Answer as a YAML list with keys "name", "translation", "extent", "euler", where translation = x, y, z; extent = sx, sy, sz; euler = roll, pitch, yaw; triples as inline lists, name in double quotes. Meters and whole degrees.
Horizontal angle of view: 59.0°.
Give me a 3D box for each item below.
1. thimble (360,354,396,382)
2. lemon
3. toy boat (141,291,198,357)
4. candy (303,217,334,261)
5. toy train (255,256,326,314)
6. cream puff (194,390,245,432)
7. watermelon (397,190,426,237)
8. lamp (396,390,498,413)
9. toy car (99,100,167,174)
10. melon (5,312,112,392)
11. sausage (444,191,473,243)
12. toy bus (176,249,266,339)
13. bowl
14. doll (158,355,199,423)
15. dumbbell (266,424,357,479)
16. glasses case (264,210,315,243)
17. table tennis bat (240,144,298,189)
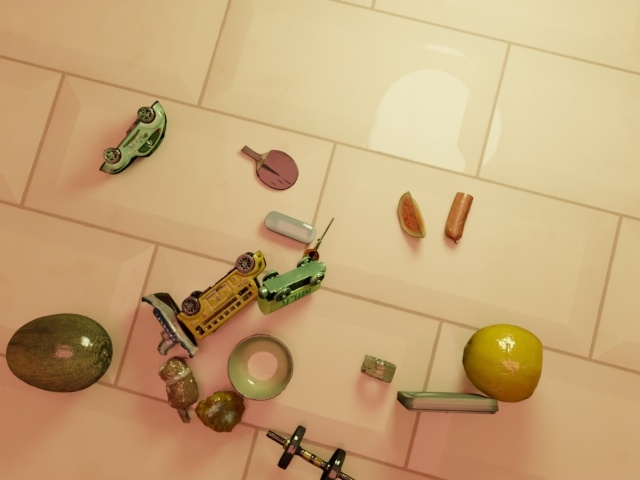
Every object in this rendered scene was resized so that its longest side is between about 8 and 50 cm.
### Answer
- name: "thimble"
  translation: [0.187, 0.417, 1.838]
  extent: [0.110, 0.084, 0.062]
  euler: [18, 85, 1]
- name: "lemon"
  translation: [0.554, 0.372, 1.757]
  extent: [0.219, 0.240, 0.240]
  euler: [14, 85, 6]
- name: "toy boat"
  translation: [-0.503, 0.284, 1.852]
  extent: [0.115, 0.114, 0.262]
  euler: [-30, 76, -6]
- name: "candy"
  translation: [0.000, 0.000, 1.914]
  extent: [0.055, 0.049, 0.184]
  euler: [36, 76, -26]
- name: "toy train"
  translation: [-0.094, 0.150, 1.809]
  extent: [0.253, 0.157, 0.105]
  euler: [-24, 60, -33]
- name: "cream puff"
  translation: [-0.327, 0.546, 1.829]
  extent: [0.146, 0.116, 0.146]
  euler: [-7, 100, -39]
- name: "watermelon"
  translation: [0.316, -0.083, 1.899]
  extent: [0.069, 0.087, 0.163]
  euler: [-14, 85, -31]
- name: "lamp"
  translation: [0.380, 0.491, 1.735]
  extent: [0.269, 0.266, 0.047]
  euler: [2, 81, 2]
- name: "toy car"
  translation: [-0.619, -0.333, 1.917]
  extent: [0.125, 0.136, 0.306]
  euler: [38, 87, -17]
- name: "melon"
  translation: [-0.824, 0.353, 1.791]
  extent: [0.329, 0.248, 0.248]
  euler: [3, 84, 8]
- name: "sausage"
  translation: [0.460, -0.075, 1.897]
  extent: [0.065, 0.065, 0.169]
  euler: [19, 86, 3]
- name: "toy bus"
  translation: [-0.300, 0.172, 1.849]
  extent: [0.331, 0.145, 0.151]
  euler: [-37, 93, 1]
- name: "bowl"
  translation: [-0.190, 0.405, 1.836]
  extent: [0.211, 0.112, 0.211]
  euler: [0, 85, 1]
- name: "doll"
  translation: [-0.455, 0.486, 1.837]
  extent: [0.115, 0.105, 0.221]
  euler: [-13, 82, -7]
- name: "dumbbell"
  translation: [-0.027, 0.689, 1.787]
  extent: [0.325, 0.143, 0.143]
  euler: [29, 85, 5]
- name: "glasses case"
  translation: [-0.103, -0.044, 1.913]
  extent: [0.179, 0.045, 0.067]
  euler: [21, 85, 3]
- name: "table tennis bat"
  translation: [-0.176, -0.262, 1.952]
  extent: [0.220, 0.019, 0.130]
  euler: [33, 85, 3]
